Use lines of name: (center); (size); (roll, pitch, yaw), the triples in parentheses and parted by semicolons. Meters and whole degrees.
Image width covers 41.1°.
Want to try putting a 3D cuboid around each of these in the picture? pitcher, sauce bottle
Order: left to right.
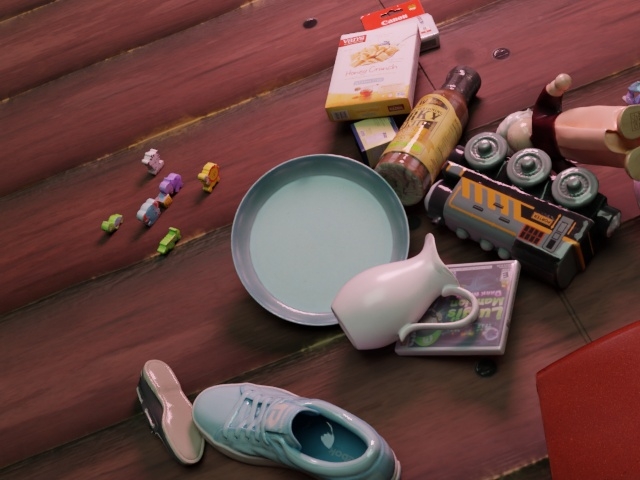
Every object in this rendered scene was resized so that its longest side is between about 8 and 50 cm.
pitcher: (0.137, 0.107, 1.394); (0.207, 0.125, 0.177); (-31, 50, -5)
sauce bottle: (0.216, -0.213, 1.643); (0.111, 0.111, 0.344); (14, 49, 25)

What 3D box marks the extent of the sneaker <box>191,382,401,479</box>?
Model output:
sneaker: (-0.051, 0.282, 1.323); (0.366, 0.150, 0.135); (11, 57, 23)

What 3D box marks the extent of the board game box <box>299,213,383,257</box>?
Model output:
board game box: (0.019, -0.042, 1.614); (0.170, 0.048, 0.141); (-25, 50, -4)

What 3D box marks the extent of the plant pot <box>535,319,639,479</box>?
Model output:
plant pot: (0.425, 0.270, 1.129); (0.236, 0.267, 0.267); (-12, 48, 16)

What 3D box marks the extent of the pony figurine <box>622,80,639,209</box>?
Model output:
pony figurine: (0.640, -0.189, 1.398); (0.303, 0.363, 0.351); (-23, 66, -11)

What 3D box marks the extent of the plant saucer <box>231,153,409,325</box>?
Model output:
plant saucer: (0.000, 0.000, 1.532); (0.318, 0.043, 0.317); (-1, 74, 5)

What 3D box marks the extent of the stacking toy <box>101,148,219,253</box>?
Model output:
stacking toy: (-0.329, -0.086, 1.745); (0.167, 0.052, 0.221); (16, 61, 26)

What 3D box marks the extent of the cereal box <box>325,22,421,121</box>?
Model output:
cereal box: (0.112, -0.348, 1.758); (0.173, 0.047, 0.240); (-5, 49, 19)

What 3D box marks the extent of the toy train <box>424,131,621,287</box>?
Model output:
toy train: (0.341, -0.057, 1.483); (0.334, 0.142, 0.190); (28, 75, 32)

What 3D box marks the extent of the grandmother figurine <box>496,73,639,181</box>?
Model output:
grandmother figurine: (0.427, -0.185, 1.485); (0.104, 0.207, 0.342); (-11, 10, -23)

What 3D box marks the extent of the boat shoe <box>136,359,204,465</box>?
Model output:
boat shoe: (-0.257, 0.300, 1.441); (0.065, 0.075, 0.206); (-54, 51, 29)

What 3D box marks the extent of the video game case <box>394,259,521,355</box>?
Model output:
video game case: (0.228, 0.112, 1.419); (0.190, 0.022, 0.173); (-5, 51, 34)

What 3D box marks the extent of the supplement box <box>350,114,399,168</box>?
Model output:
supplement box: (0.115, -0.200, 1.700); (0.083, 0.056, 0.083); (-20, 51, 1)

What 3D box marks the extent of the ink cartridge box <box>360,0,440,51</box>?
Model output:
ink cartridge box: (0.175, -0.481, 1.905); (0.146, 0.045, 0.179); (-17, 54, 3)
